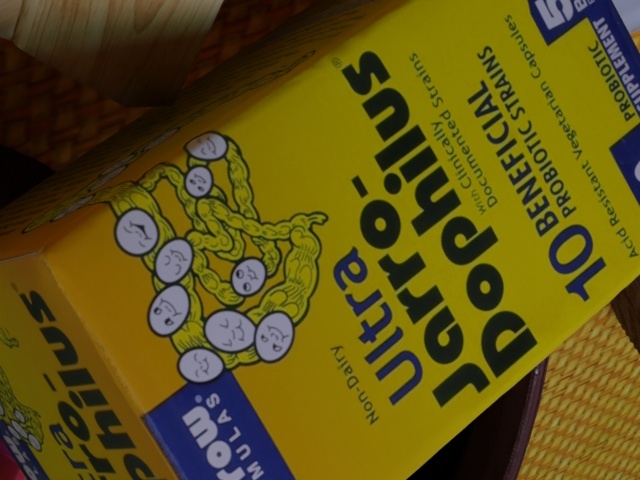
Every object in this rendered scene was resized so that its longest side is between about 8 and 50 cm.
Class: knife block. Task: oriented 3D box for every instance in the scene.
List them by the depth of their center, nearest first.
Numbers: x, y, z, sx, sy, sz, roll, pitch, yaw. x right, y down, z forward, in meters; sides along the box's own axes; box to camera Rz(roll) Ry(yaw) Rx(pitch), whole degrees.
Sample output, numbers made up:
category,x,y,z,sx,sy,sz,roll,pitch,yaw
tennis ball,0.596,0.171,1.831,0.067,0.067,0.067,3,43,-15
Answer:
category,x,y,z,sx,sy,sz,roll,pitch,yaw
knife block,-0.063,-0.171,0.787,0.242,0.088,0.275,-18,157,23

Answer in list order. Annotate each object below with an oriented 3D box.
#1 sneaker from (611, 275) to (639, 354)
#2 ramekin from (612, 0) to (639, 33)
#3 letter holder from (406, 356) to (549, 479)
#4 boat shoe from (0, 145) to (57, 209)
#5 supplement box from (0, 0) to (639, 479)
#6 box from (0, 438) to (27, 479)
category,x,y,z,sx,sy,sz,roll,pitch,yaw
sneaker,0.333,0.009,1.550,0.153,0.099,0.282,-29,158,-3
ramekin,0.163,-0.209,1.042,0.207,0.109,0.207,-26,149,-17
letter holder,0.024,0.112,1.256,0.152,0.214,0.302,-22,149,-23
boat shoe,-0.208,-0.010,0.980,0.073,0.080,0.223,-43,146,23
supplement box,0.000,0.000,0.934,0.356,0.194,0.195,-37,-166,-29
box,-0.246,0.169,1.100,0.128,0.122,0.257,-71,-179,-46
